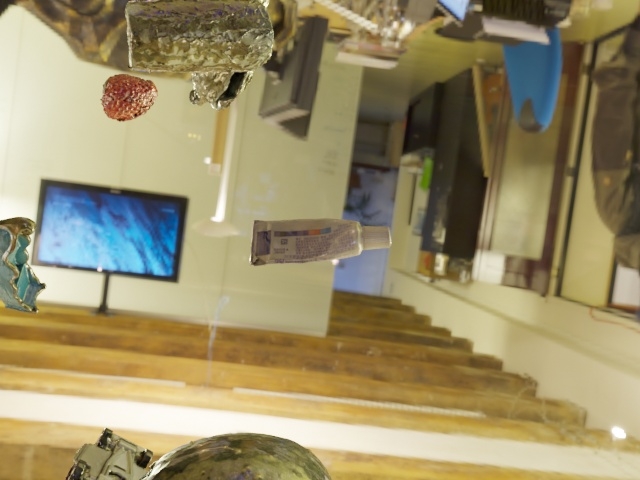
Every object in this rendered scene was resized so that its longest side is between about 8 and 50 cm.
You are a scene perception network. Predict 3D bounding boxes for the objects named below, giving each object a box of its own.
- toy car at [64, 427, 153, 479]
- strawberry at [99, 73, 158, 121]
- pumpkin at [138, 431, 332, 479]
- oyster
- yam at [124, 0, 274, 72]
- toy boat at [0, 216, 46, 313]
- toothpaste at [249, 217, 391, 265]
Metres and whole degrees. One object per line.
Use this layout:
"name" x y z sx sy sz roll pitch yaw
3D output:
"toy car" -0.274 0.319 0.943 0.112 0.112 0.139 31 -164 -12
"strawberry" -0.324 -0.244 1.263 0.096 0.083 0.083 -20 -174 -5
"pumpkin" -0.098 0.381 0.807 0.257 0.328 0.292 -2 149 -6
"oyster" -0.179 -0.386 1.456 0.112 0.268 0.198 16 -177 -29
"yam" -0.163 -0.259 0.942 0.183 0.107 0.107 -9 -169 -31
"toy boat" -0.449 0.032 1.124 0.077 0.186 0.075 1 -135 -3
"toothpaste" 0.000 0.001 1.496 0.282 0.069 0.099 -3 -155 6
